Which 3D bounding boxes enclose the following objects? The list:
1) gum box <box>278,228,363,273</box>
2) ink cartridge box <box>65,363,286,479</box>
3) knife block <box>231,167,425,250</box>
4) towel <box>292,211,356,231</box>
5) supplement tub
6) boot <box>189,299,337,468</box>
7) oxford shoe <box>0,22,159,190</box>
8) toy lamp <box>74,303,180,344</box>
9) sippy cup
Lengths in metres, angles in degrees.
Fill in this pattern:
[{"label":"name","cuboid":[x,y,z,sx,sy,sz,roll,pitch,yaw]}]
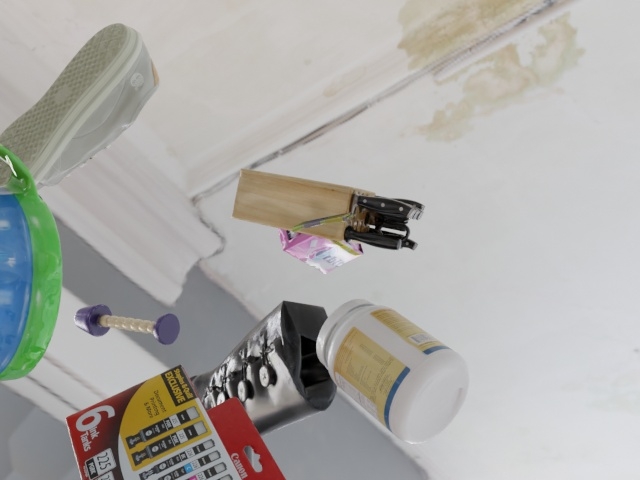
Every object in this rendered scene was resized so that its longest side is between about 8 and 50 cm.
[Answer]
[{"label":"gum box","cuboid":[0.000,0.000,1.529,0.107,0.062,0.188,-28,-31,21]},{"label":"ink cartridge box","cuboid":[-0.211,0.346,1.069,0.272,0.309,0.130,-24,-54,-18]},{"label":"knife block","cuboid":[0.017,-0.047,1.112,0.276,0.088,0.242,10,2,-18]},{"label":"towel","cuboid":[0.005,-0.027,1.000,0.083,0.060,0.009,-11,-83,17]},{"label":"supplement tub","cuboid":[0.101,0.183,1.021,0.200,0.144,0.144,33,-27,44]},{"label":"boot","cuboid":[-0.111,0.365,1.353,0.146,0.367,0.445,1,-28,-44]},{"label":"oxford shoe","cuboid":[-0.444,-0.174,1.213,0.449,0.169,0.130,-45,-39,3]},{"label":"toy lamp","cuboid":[-0.448,0.188,1.588,0.275,0.080,0.080,1,-45,31]},{"label":"sippy cup","cuboid":[-0.442,0.042,0.767,0.240,0.305,0.224,-23,-20,39]}]
